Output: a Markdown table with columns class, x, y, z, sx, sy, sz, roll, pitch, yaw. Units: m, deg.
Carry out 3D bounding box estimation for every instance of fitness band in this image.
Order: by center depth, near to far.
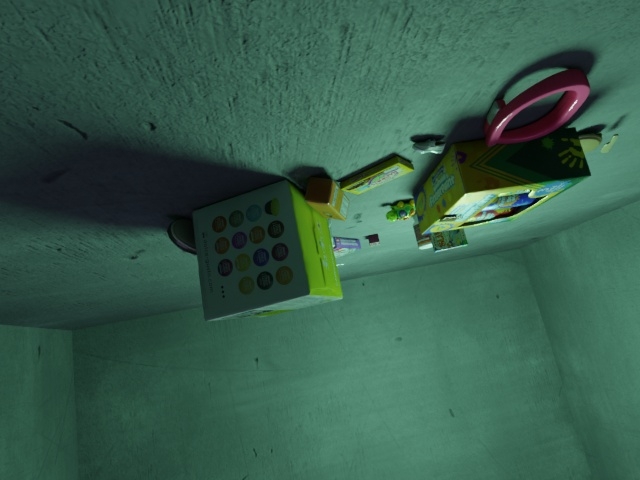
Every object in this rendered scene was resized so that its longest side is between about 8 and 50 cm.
| class | x | y | z | sx | sy | sz | roll | pitch | yaw |
| --- | --- | --- | --- | --- | --- | --- | --- | --- | --- |
| fitness band | 0.515 | -0.307 | 0.979 | 0.208 | 0.055 | 0.291 | -14 | 168 | 8 |

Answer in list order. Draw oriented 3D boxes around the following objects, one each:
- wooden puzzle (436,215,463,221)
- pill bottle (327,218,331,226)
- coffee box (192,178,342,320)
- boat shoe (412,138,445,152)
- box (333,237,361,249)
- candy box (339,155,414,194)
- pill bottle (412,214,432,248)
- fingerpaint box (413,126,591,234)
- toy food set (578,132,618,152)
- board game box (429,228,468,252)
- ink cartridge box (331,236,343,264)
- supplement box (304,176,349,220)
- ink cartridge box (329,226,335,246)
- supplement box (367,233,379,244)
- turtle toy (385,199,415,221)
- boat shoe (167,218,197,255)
| class | x | y | z | sx | sy | sz | roll | pitch | yaw |
| --- | --- | --- | --- | --- | --- | --- | --- | --- | --- |
| wooden puzzle | 0.412 | -0.069 | 1.291 | 0.083 | 0.006 | 0.049 | -4 | 167 | -3 |
| pill bottle | -0.004 | -0.056 | 1.545 | 0.066 | 0.067 | 0.120 | -8 | 166 | -15 |
| coffee box | -0.153 | 0.052 | 1.282 | 0.333 | 0.338 | 0.338 | -16 | 166 | 16 |
| boat shoe | 0.289 | -0.253 | 1.066 | 0.100 | 0.035 | 0.035 | -1 | 136 | -24 |
| box | 0.034 | 0.057 | 2.063 | 0.293 | 0.057 | 0.200 | -22 | 164 | 38 |
| candy box | 0.169 | -0.192 | 1.217 | 0.205 | 0.027 | 0.105 | -21 | 166 | 35 |
| pill bottle | 0.462 | -0.044 | 1.801 | 0.085 | 0.152 | 0.086 | -11 | 166 | -3 |
| fingerpaint box | 0.550 | -0.168 | 1.324 | 0.370 | 0.164 | 0.445 | -8 | 167 | -4 |
| toy food set | 0.815 | -0.309 | 1.278 | 0.191 | 0.039 | 0.132 | -4 | 164 | 18 |
| board game box | 0.511 | -0.062 | 1.663 | 0.136 | 0.202 | 0.035 | -13 | 166 | 5 |
| ink cartridge box | -0.087 | 0.048 | 1.627 | 0.207 | 0.119 | 0.353 | -2 | 178 | -37 |
| supplement box | 0.026 | -0.122 | 1.244 | 0.077 | 0.080 | 0.233 | 10 | 171 | 17 |
| ink cartridge box | 0.000 | 0.000 | 1.732 | 0.052 | 0.089 | 0.122 | -2 | 164 | -35 |
| supplement box | 0.272 | 0.000 | 2.058 | 0.054 | 0.043 | 0.083 | -13 | 167 | 6 |
| turtle toy | 0.317 | -0.111 | 1.589 | 0.130 | 0.066 | 0.095 | -9 | 166 | -10 |
| boat shoe | -0.414 | 0.005 | 1.363 | 0.095 | 0.112 | 0.335 | -20 | 168 | 17 |
